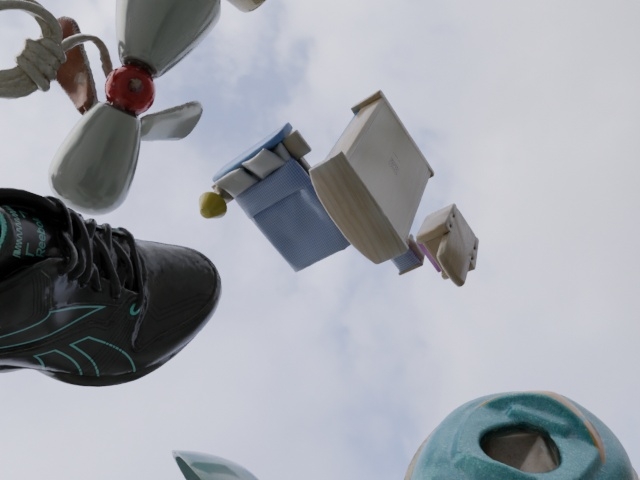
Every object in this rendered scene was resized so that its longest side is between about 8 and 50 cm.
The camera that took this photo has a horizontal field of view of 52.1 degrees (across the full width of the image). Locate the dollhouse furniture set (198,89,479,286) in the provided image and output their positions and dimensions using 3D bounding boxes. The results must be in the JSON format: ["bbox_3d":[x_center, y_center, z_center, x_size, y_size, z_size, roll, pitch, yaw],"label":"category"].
[{"bbox_3d":[0.000,0.000,0.876,0.286,0.303,0.198,53,-146,-17],"label":"dollhouse furniture set"}]

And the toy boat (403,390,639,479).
[{"bbox_3d":[0.242,0.209,0.556,0.267,0.318,0.148,-22,-60,-58],"label":"toy boat"}]

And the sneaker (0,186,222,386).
[{"bbox_3d":[-0.155,0.029,0.378,0.267,0.101,0.106,-2,-31,-48],"label":"sneaker"}]

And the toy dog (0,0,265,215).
[{"bbox_3d":[-0.178,-0.199,0.637,0.334,0.161,0.220,-48,-63,-15],"label":"toy dog"}]

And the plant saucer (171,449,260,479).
[{"bbox_3d":[-0.043,0.229,0.505,0.037,0.195,0.195,-36,-62,-25],"label":"plant saucer"}]
